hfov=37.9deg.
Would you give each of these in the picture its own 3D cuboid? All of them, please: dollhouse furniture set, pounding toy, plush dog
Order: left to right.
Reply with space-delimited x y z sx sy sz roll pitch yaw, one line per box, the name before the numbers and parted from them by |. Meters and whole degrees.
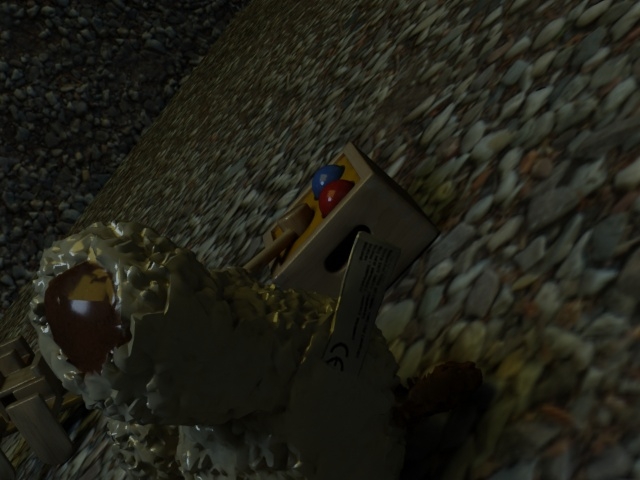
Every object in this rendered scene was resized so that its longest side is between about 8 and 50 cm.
dollhouse furniture set | -0.386 0.243 1.168 0.242 0.161 0.212 -24 22 5
plush dog | -0.053 0.091 0.543 0.210 0.263 0.225 -21 15 -28
pounding toy | 0.000 0.000 0.727 0.141 0.100 0.130 -47 18 8

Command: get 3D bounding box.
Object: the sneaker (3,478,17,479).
sneaker | -0.275 0.302 0.768 0.125 0.104 0.262 -48 18 10
